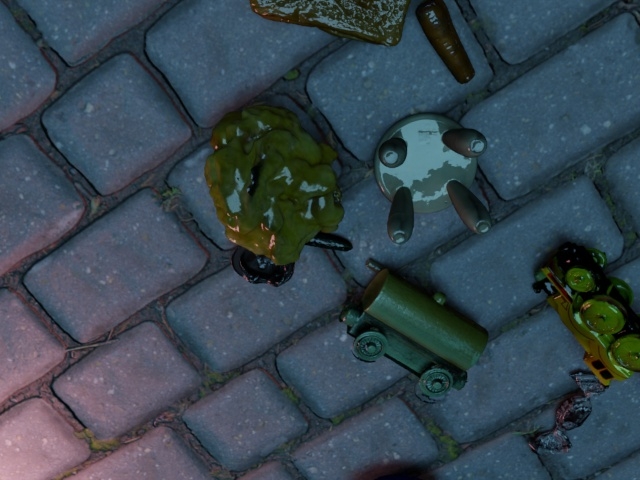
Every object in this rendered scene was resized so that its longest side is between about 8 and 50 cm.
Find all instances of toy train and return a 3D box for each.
[{"bbox_3d":[0.533,0.140,1.322,0.296,0.100,0.160,52,139,0],"label":"toy train"},{"bbox_3d":[0.191,0.190,1.355,0.307,0.126,0.189,32,117,-12],"label":"toy train"}]

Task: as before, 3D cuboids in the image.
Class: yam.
[{"bbox_3d":[0.143,0.072,1.376,0.116,0.021,0.021,32,109,-9],"label":"yam"}]

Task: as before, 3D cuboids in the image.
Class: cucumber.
[{"bbox_3d":[0.000,0.000,1.346,0.133,0.032,0.032,10,111,-2],"label":"cucumber"}]

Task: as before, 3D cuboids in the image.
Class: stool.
[{"bbox_3d":[0.198,-0.115,1.209,0.195,0.198,0.195,-8,110,3],"label":"stool"}]

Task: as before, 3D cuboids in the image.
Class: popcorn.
[{"bbox_3d":[-0.081,-0.099,1.214,0.252,0.215,0.286,-18,109,-26],"label":"popcorn"}]

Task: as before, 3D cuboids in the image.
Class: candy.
[{"bbox_3d":[0.534,0.379,1.471,0.094,0.051,0.226,25,110,-5],"label":"candy"}]

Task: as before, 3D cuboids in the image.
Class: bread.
[{"bbox_3d":[0.018,-0.421,1.157,0.271,0.077,0.139,10,107,-4],"label":"bread"}]

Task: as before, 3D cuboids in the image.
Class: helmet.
[{"bbox_3d":[-0.107,0.034,1.341,0.123,0.070,0.098,17,121,2],"label":"helmet"}]

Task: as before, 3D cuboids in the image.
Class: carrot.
[{"bbox_3d":[0.220,-0.350,1.196,0.055,0.055,0.161,-30,115,12],"label":"carrot"}]

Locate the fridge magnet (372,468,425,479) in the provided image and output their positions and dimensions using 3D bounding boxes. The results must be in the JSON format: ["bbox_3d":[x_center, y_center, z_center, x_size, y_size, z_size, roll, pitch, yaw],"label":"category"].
[{"bbox_3d":[0.172,0.638,1.547,0.266,0.112,0.265,0,111,1],"label":"fridge magnet"}]
